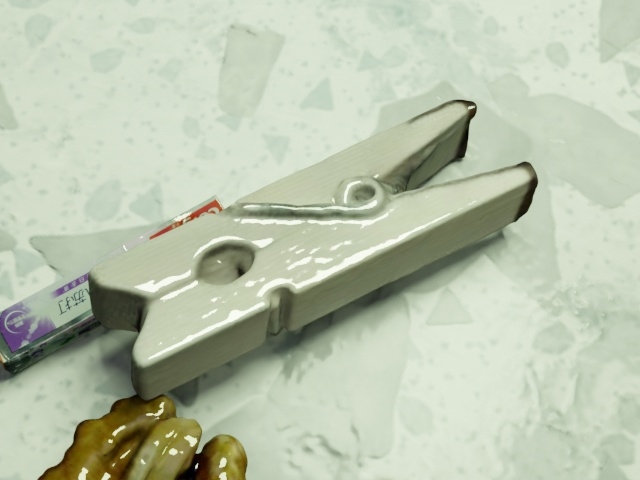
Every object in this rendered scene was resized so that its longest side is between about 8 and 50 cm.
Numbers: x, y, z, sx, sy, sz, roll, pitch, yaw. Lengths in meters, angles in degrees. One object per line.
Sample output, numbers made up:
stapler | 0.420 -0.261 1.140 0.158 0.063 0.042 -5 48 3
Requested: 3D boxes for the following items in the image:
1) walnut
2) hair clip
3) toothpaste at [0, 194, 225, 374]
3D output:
walnut | -0.126 0.191 0.765 0.143 0.069 0.170 32 63 12
hair clip | -0.001 0.002 0.827 0.330 0.085 0.101 -27 68 -19
toothpaste | -0.154 0.030 0.848 0.196 0.040 0.047 -29 74 -16
